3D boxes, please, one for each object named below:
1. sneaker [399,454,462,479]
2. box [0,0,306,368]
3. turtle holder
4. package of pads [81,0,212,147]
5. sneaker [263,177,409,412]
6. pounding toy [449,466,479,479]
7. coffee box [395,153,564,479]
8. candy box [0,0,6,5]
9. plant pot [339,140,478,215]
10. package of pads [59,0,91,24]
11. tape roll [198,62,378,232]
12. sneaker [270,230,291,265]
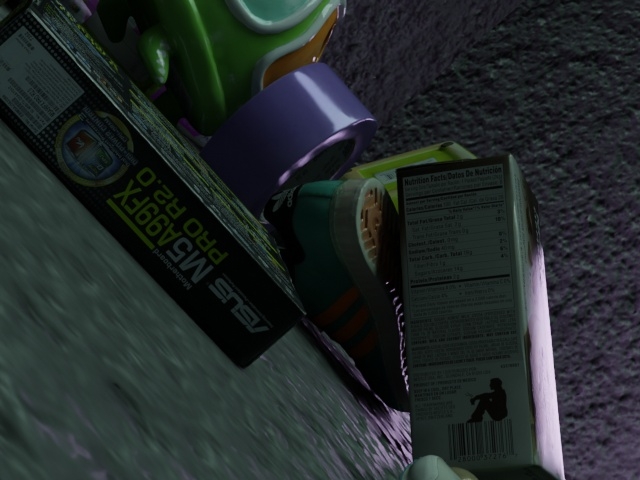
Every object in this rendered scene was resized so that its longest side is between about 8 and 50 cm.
[{"bbox_3d":[0.134,0.223,0.997,0.087,0.092,0.229,44,5,-39],"label":"sneaker"},{"bbox_3d":[-0.128,-0.053,0.993,0.270,0.060,0.216,48,3,-16],"label":"box"},{"bbox_3d":[-0.117,-0.274,1.480,0.320,0.227,0.243,59,-12,35],"label":"turtle holder"},{"bbox_3d":[-0.231,-0.268,1.713,0.296,0.101,0.229,49,2,19],"label":"package of pads"},{"bbox_3d":[0.034,0.055,1.433,0.121,0.108,0.302,3,-47,28],"label":"sneaker"},{"bbox_3d":[0.195,0.264,1.166,0.237,0.110,0.183,50,3,11],"label":"pounding toy"},{"bbox_3d":[0.155,0.085,1.367,0.168,0.118,0.297,42,43,-65],"label":"coffee box"},{"bbox_3d":[-0.308,-0.263,1.097,0.187,0.053,0.109,47,4,-11],"label":"candy box"},{"bbox_3d":[0.136,0.001,1.809,0.227,0.228,0.207,-124,-161,-69],"label":"plant pot"},{"bbox_3d":[-0.291,-0.272,1.561,0.050,0.032,0.083,51,4,18],"label":"package of pads"},{"bbox_3d":[-0.037,-0.089,1.444,0.080,0.189,0.189,50,4,11],"label":"tape roll"},{"bbox_3d":[0.000,0.000,1.711,0.124,0.107,0.283,54,3,-10],"label":"sneaker"}]
